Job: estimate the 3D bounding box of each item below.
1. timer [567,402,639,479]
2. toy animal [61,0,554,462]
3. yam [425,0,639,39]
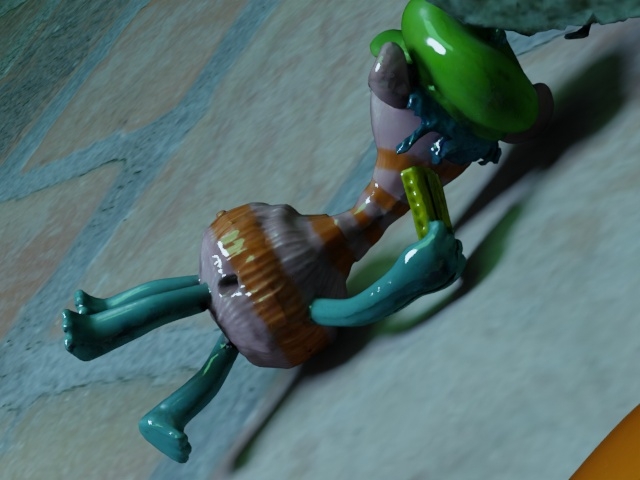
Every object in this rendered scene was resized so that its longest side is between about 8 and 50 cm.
[{"bbox_3d":[0.093,0.066,0.347,0.136,0.099,0.136,-34,35,28],"label":"timer"},{"bbox_3d":[0.000,0.000,0.721,0.208,0.100,0.103,-37,42,9],"label":"toy animal"},{"bbox_3d":[0.103,-0.243,0.776,0.241,0.241,0.348,-43,17,18],"label":"yam"}]
